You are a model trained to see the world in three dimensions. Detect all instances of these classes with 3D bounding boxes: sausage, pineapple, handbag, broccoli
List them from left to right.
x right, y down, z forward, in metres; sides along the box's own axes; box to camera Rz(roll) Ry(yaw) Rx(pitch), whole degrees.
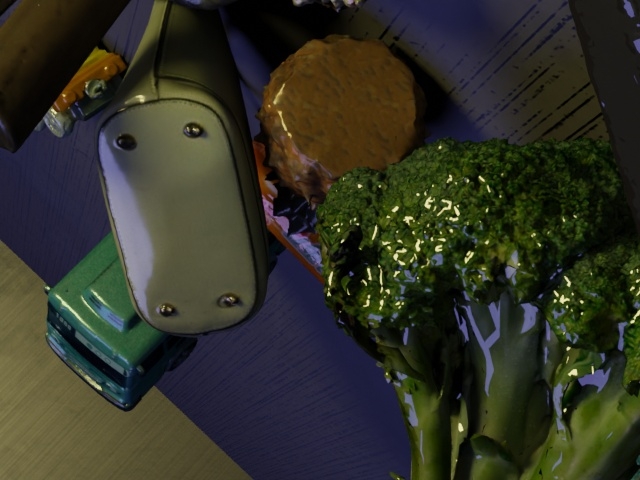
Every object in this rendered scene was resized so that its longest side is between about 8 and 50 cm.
[{"bbox_3d":[-0.104,-0.076,1.234,0.315,0.109,0.241,-98,0,-65],"label":"handbag"},{"bbox_3d":[0.000,-0.011,1.417,0.234,0.071,0.071,45,163,-7],"label":"sausage"},{"bbox_3d":[0.010,-0.063,1.191,0.128,0.128,0.248,41,167,7],"label":"pineapple"},{"bbox_3d":[0.139,0.073,0.952,0.304,0.283,0.321,14,171,26],"label":"broccoli"}]

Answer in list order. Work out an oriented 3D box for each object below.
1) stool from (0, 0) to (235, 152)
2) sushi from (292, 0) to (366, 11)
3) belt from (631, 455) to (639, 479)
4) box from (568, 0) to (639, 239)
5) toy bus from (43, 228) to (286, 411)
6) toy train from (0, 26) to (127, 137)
[{"bbox_3d":[-0.244,-0.254,1.084,0.310,0.226,0.310,19,143,54],"label":"stool"},{"bbox_3d":[-0.018,-0.199,0.972,0.150,0.078,0.090,29,167,33],"label":"sushi"},{"bbox_3d":[0.319,0.284,1.407,0.302,0.072,0.087,51,158,-18],"label":"belt"},{"bbox_3d":[0.217,-0.051,0.653,0.211,0.058,0.350,6,125,46],"label":"box"},{"bbox_3d":[-0.146,0.028,1.530,0.128,0.256,0.147,40,160,12],"label":"toy bus"},{"bbox_3d":[-0.279,-0.182,1.625,0.219,0.089,0.127,16,138,58],"label":"toy train"}]
